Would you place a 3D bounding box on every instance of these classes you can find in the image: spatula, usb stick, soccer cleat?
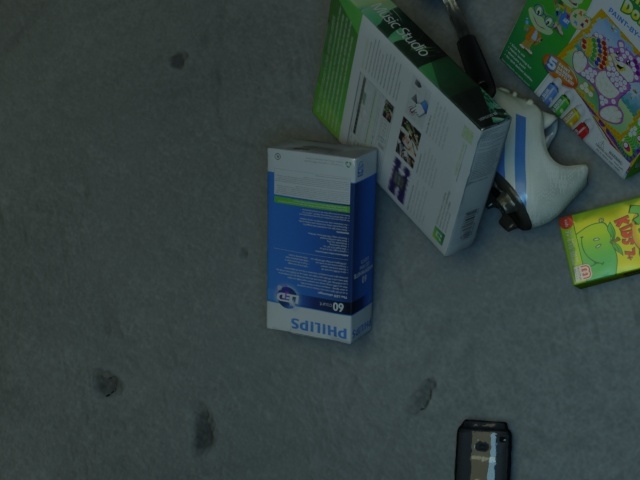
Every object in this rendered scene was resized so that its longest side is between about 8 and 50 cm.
[{"bbox_3d":[0.187,-0.293,1.841,0.084,0.030,0.296,-25,53,11],"label":"spatula"},{"bbox_3d":[0.207,0.374,1.772,0.077,0.045,0.278,1,82,24],"label":"usb stick"},{"bbox_3d":[0.228,-0.158,1.827,0.143,0.116,0.331,-32,67,-8],"label":"soccer cleat"}]

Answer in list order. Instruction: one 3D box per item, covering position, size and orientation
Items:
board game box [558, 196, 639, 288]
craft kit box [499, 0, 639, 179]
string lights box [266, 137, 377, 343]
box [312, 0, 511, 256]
[{"bbox_3d":[0.406,-0.005,1.747,0.181,0.043,0.092,-16,75,21],"label":"board game box"},{"bbox_3d":[0.364,-0.246,1.719,0.250,0.061,0.246,48,140,22],"label":"craft kit box"},{"bbox_3d":[0.000,0.000,1.853,0.133,0.077,0.260,9,109,24],"label":"string lights box"},{"bbox_3d":[0.110,-0.167,1.793,0.058,0.232,0.322,-24,56,-28],"label":"box"}]
